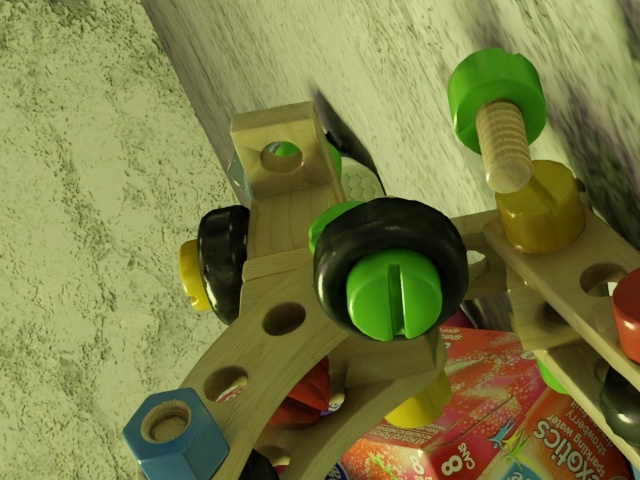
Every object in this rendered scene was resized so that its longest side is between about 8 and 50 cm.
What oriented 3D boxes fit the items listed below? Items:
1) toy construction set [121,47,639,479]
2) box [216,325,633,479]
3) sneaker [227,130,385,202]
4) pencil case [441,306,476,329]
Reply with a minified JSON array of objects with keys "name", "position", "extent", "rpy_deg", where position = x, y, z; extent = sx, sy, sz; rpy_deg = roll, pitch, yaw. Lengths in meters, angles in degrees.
[{"name":"toy construction set","position":[0.069,0.047,0.824],"extent":[0.309,0.257,0.237],"rpy_deg":[41,-155,-29]},{"name":"box","position":[0.059,0.134,1.110],"extent":[0.257,0.122,0.128],"rpy_deg":[2,121,59]},{"name":"sneaker","position":[0.001,-0.001,1.502],"extent":[0.163,0.086,0.226],"rpy_deg":[40,149,48]},{"name":"pencil case","position":[0.096,0.119,1.283],"extent":[0.095,0.098,0.209],"rpy_deg":[-32,83,40]}]
